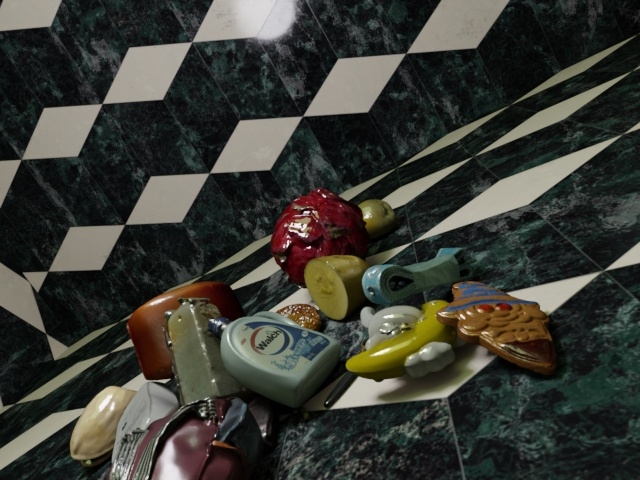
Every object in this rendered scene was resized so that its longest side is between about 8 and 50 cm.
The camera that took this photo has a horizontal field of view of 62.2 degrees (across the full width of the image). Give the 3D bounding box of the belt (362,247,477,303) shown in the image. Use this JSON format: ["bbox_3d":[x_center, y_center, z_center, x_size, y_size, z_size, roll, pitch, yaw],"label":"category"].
[{"bbox_3d":[0.223,0.072,1.159,0.302,0.087,0.072,-11,-6,-35],"label":"belt"}]

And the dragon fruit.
[{"bbox_3d":[0.002,0.001,1.669,0.329,0.329,0.329,-30,12,7],"label":"dragon fruit"}]

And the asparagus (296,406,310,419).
[{"bbox_3d":[-0.048,0.345,1.109,0.015,0.018,0.127,2,2,-20],"label":"asparagus"}]

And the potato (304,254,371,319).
[{"bbox_3d":[0.070,0.109,1.441,0.158,0.178,0.203,-20,-10,-32],"label":"potato"}]

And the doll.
[{"bbox_3d":[0.162,0.184,1.019,0.252,0.111,0.237,-17,19,30],"label":"doll"}]

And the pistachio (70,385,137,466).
[{"bbox_3d":[-0.594,0.515,1.481,0.157,0.157,0.229,-17,31,48],"label":"pistachio"}]

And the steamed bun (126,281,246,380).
[{"bbox_3d":[-0.336,0.244,1.498,0.248,0.235,0.379,-27,-12,13],"label":"steamed bun"}]

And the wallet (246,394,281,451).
[{"bbox_3d":[-0.189,0.412,1.117,0.229,0.049,0.182,-31,15,10],"label":"wallet"}]

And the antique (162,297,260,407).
[{"bbox_3d":[-0.270,0.267,1.239,0.125,0.284,0.150,-38,-25,22],"label":"antique"}]

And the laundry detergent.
[{"bbox_3d":[-0.117,0.231,1.164,0.280,0.105,0.215,22,31,24],"label":"laundry detergent"}]

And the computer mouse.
[{"bbox_3d":[-0.410,0.458,1.280,0.184,0.121,0.297,-55,21,-10],"label":"computer mouse"}]

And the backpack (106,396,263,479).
[{"bbox_3d":[-0.260,0.422,0.890,0.283,0.197,0.317,-26,14,16],"label":"backpack"}]

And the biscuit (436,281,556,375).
[{"bbox_3d":[0.301,0.135,0.899,0.183,0.043,0.280,-9,20,-9],"label":"biscuit"}]

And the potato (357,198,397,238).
[{"bbox_3d":[0.173,-0.063,1.924,0.194,0.157,0.157,-39,6,34],"label":"potato"}]

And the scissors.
[{"bbox_3d":[0.074,0.269,1.114,0.088,0.017,0.220,-12,23,48],"label":"scissors"}]

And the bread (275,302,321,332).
[{"bbox_3d":[-0.086,0.236,1.456,0.193,0.064,0.193,-20,21,8],"label":"bread"}]
